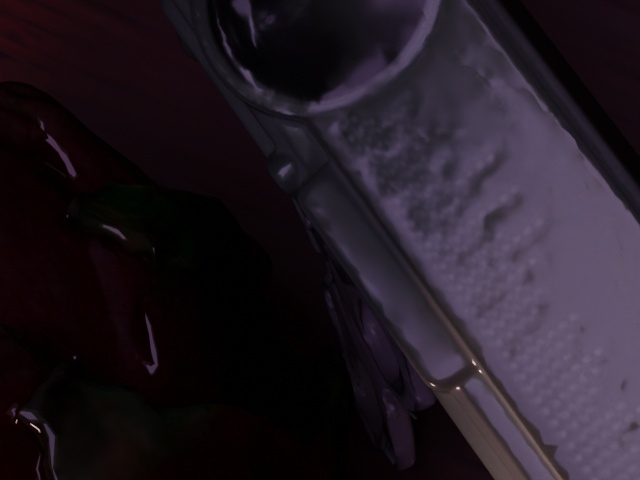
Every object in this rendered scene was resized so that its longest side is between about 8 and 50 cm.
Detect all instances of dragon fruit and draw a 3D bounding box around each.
[{"bbox_3d":[-0.133,0.103,0.646,0.329,0.329,0.329,-2,83,17],"label":"dragon fruit"}]

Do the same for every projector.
[{"bbox_3d":[0.064,-0.010,0.651,0.099,0.192,0.256,-37,75,10],"label":"projector"}]

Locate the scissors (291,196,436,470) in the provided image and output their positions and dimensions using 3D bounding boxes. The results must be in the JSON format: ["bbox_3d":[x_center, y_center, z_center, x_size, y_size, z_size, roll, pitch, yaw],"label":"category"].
[{"bbox_3d":[0.000,0.000,0.741,0.015,0.100,0.189,-19,61,-15],"label":"scissors"}]
